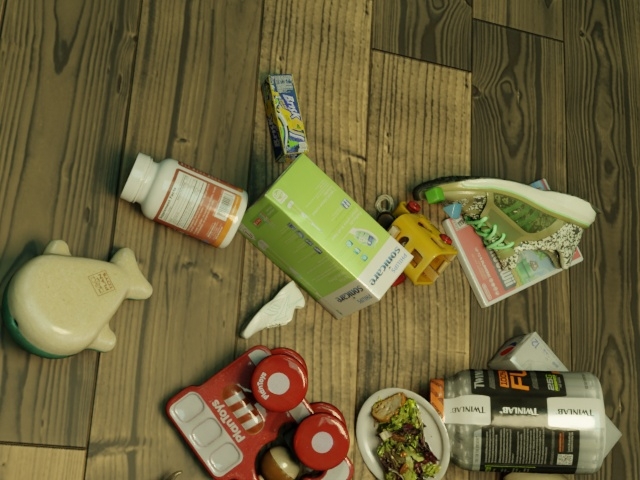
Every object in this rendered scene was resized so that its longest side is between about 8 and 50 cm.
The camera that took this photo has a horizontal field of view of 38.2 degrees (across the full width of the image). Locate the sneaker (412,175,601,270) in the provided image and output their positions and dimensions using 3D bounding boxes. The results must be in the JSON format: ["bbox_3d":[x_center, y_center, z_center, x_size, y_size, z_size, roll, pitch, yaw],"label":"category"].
[{"bbox_3d":[0.382,-0.031,1.914,0.410,0.158,0.182,11,90,-13],"label":"sneaker"}]

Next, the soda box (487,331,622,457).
[{"bbox_3d":[0.480,0.327,1.896,0.091,0.098,0.286,-41,94,-25],"label":"soda box"}]

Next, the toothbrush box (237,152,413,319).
[{"bbox_3d":[0.000,0.000,1.736,0.283,0.206,0.122,43,64,-5],"label":"toothbrush box"}]

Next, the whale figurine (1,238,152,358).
[{"bbox_3d":[-0.424,0.102,1.600,0.272,0.141,0.216,-28,87,-50],"label":"whale figurine"}]

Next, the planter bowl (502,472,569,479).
[{"bbox_3d":[0.420,0.498,1.801,0.162,0.162,0.109,-10,63,-23],"label":"planter bowl"}]

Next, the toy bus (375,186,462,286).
[{"bbox_3d":[0.168,-0.006,1.810,0.104,0.202,0.191,2,85,-52],"label":"toy bus"}]

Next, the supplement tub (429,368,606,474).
[{"bbox_3d":[0.364,0.341,1.748,0.316,0.193,0.193,0,74,5],"label":"supplement tub"}]

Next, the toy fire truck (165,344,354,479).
[{"bbox_3d":[-0.096,0.345,1.647,0.254,0.169,0.302,-35,90,-2],"label":"toy fire truck"}]

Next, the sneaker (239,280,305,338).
[{"bbox_3d":[-0.088,0.141,1.747,0.152,0.054,0.061,-41,95,-26],"label":"sneaker"}]

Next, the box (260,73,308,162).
[{"bbox_3d":[-0.072,-0.245,1.855,0.054,0.059,0.169,-7,78,-22],"label":"box"}]

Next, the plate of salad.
[{"bbox_3d":[0.145,0.372,1.703,0.048,0.200,0.199,-12,79,-56],"label":"plate of salad"}]

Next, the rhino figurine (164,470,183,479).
[{"bbox_3d":[-0.268,0.511,1.564,0.106,0.073,0.243,18,68,-12],"label":"rhino figurine"}]

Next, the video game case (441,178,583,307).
[{"bbox_3d":[0.419,0.002,2.001,0.285,0.025,0.204,-22,84,-25],"label":"video game case"}]

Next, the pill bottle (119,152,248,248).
[{"bbox_3d":[-0.253,-0.078,1.704,0.216,0.121,0.121,24,68,-14],"label":"pill bottle"}]
